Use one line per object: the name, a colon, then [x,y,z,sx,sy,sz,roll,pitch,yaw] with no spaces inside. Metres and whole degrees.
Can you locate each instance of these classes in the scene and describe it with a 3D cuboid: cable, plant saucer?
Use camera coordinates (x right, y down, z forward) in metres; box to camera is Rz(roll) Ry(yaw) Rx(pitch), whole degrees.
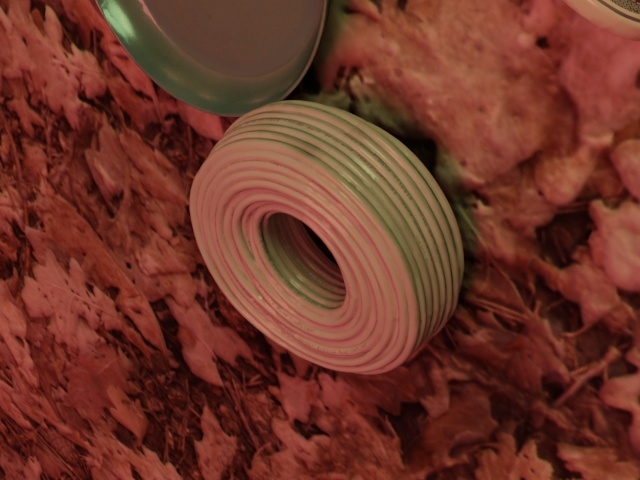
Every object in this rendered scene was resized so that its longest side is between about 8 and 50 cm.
cable: [0.000,0.000,0.882,0.257,0.089,0.257,36,144,17]
plant saucer: [-0.104,-0.262,0.871,0.318,0.044,0.317,26,132,33]

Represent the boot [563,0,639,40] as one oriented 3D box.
boot: [0.159,-0.214,0.612,0.190,0.069,0.086,51,143,10]
